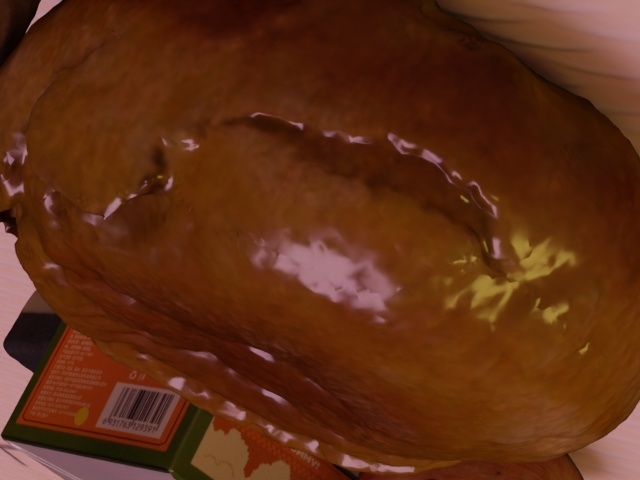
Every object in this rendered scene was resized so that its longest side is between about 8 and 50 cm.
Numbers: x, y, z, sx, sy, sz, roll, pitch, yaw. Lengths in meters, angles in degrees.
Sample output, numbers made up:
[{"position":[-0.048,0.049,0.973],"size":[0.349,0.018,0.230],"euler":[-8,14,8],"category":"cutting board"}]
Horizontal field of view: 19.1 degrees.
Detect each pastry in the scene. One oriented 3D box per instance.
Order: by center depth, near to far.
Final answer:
[{"position":[0.000,0.000,0.910],"size":[0.356,0.164,0.356],"euler":[22,156,11],"category":"pastry"}]

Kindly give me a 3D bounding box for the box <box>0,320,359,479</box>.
[{"position":[-0.071,0.121,1.278],"size":[0.195,0.148,0.177],"euler":[2,150,49],"category":"box"}]

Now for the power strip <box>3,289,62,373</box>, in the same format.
[{"position":[-0.117,0.128,1.461],"size":[0.256,0.070,0.105],"euler":[43,157,-27],"category":"power strip"}]

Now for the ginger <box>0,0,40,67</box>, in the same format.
[{"position":[-0.183,-0.115,0.929],"size":[0.095,0.190,0.069],"euler":[0,111,5],"category":"ginger"}]

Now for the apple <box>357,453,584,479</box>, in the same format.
[{"position":[0.099,0.175,1.207],"size":[0.131,0.146,0.146],"euler":[-6,143,28],"category":"apple"}]
